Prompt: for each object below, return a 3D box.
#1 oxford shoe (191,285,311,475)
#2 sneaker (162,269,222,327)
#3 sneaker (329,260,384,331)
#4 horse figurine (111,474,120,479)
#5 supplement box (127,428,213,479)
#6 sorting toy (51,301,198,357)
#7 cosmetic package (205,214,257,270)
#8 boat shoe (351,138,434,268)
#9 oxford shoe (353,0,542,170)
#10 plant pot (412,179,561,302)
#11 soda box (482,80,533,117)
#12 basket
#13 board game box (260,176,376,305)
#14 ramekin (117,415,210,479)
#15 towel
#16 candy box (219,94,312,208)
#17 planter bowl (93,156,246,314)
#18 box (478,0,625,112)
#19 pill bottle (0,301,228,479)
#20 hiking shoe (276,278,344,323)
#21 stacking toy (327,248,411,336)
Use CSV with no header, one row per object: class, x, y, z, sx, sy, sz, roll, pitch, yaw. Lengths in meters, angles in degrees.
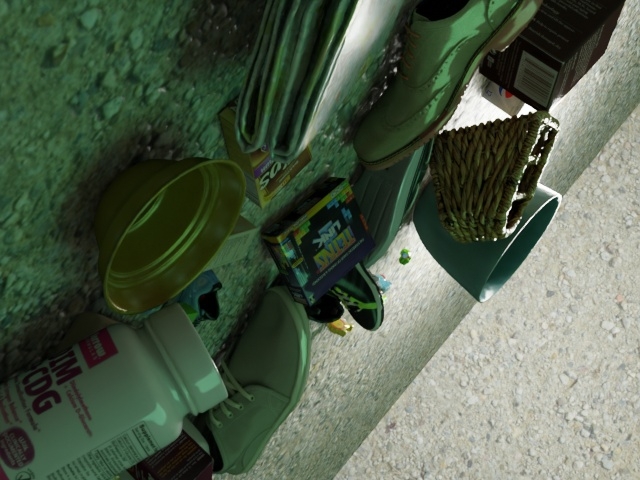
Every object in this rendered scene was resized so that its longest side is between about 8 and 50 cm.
oxford shoe,-0.137,0.271,1.588,0.130,0.169,0.450,-3,132,-36
sneaker,-0.186,0.104,1.287,0.063,0.073,0.162,-30,152,-46
sneaker,0.028,0.069,1.560,0.097,0.235,0.084,-35,-164,-36
horse figurine,-0.381,0.374,1.301,0.174,0.066,0.263,-41,145,-33
supplement box,-0.252,0.314,1.332,0.080,0.188,0.104,-39,157,-31
sorting toy,-0.285,0.200,1.179,0.348,0.047,0.196,-57,144,0
cosmetic package,-0.146,0.004,1.249,0.115,0.041,0.060,-17,140,-58
boat shoe,0.128,-0.091,1.571,0.119,0.121,0.335,-17,139,-52
oxford shoe,0.161,-0.286,1.358,0.146,0.140,0.397,25,109,-38
plant pot,0.350,-0.046,1.971,0.293,0.235,0.293,-44,158,-23
soda box,0.465,-0.353,1.907,0.286,0.091,0.098,-29,151,-47
basket,0.347,-0.112,1.665,0.222,0.214,0.299,-11,178,19
board game box,0.000,0.000,1.450,0.170,0.048,0.141,-41,120,-28
ramekin,-0.284,0.387,1.509,0.207,0.109,0.207,-43,158,-22
towel,0.038,-0.291,0.970,0.374,0.090,0.321,-57,174,-49
candy box,-0.068,-0.134,1.169,0.109,0.053,0.187,-46,161,-18
planter bowl,-0.192,-0.026,1.021,0.217,0.090,0.217,-43,158,-22
box,0.429,-0.383,1.662,0.203,0.167,0.168,-45,160,-19
pill bottle,-0.264,0.198,1.049,0.283,0.160,0.160,-29,155,-14
hiking shoe,-0.004,0.117,1.649,0.086,0.114,0.227,-55,160,11
stacking toy,0.114,0.111,2.008,0.221,0.052,0.167,-29,152,-52
